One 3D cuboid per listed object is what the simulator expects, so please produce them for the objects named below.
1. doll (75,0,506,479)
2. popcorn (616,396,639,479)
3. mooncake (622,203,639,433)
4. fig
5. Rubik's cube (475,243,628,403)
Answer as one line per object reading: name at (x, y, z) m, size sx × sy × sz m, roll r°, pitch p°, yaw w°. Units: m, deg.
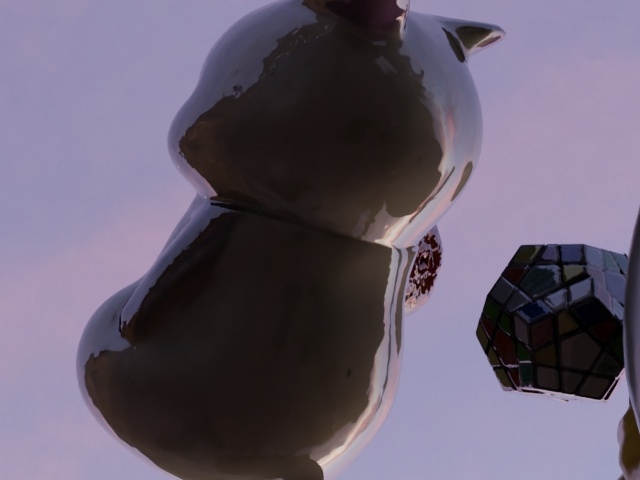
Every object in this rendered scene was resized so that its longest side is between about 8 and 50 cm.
doll at (-0.025, 0.008, 0.867) m, size 0.226 × 0.215 × 0.370 m, roll 16°, pitch -87°, yaw 35°
popcorn at (0.335, 0.083, 0.662) m, size 0.390 × 0.344 × 0.354 m, roll -8°, pitch -49°, yaw 34°
mooncake at (0.153, -0.013, 0.256) m, size 0.135 × 0.275 × 0.275 m, roll 7°, pitch -77°, yaw -9°
fig at (0.045, 0.002, 1.180) m, size 0.119 × 0.153 × 0.119 m, roll -19°, pitch -49°, yaw -23°
Rubik's cube at (0.151, 0.052, 0.797) m, size 0.111 × 0.093 × 0.111 m, roll 1°, pitch -74°, yaw 2°
